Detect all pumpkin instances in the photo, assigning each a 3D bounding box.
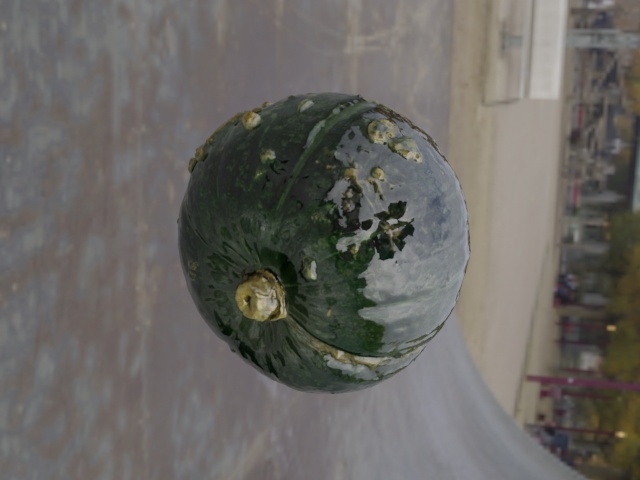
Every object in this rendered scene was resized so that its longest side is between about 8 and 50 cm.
[{"bbox_3d":[0.000,0.001,0.656,0.146,0.190,0.190,-19,112,-61],"label":"pumpkin"}]
